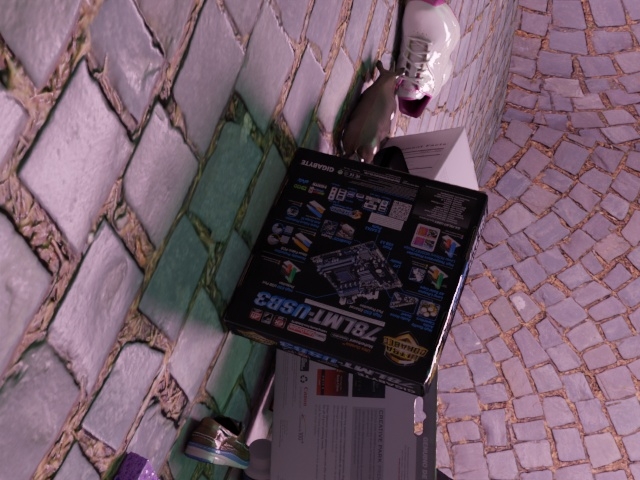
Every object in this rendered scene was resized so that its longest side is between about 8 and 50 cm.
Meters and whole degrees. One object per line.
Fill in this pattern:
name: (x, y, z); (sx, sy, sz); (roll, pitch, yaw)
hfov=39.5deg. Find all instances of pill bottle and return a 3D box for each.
pill bottle: (-0.103, 0.401, 1.542); (0.067, 0.067, 0.120); (-55, 157, -52)

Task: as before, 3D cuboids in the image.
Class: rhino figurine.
rhino figurine: (0.098, -0.229, 1.574); (0.106, 0.073, 0.243); (89, 21, -59)

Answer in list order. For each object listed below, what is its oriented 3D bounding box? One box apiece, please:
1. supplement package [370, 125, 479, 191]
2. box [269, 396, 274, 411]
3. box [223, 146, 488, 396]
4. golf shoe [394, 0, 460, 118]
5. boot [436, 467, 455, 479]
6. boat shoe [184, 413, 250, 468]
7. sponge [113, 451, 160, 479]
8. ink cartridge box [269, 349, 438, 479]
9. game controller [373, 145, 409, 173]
supplement package: (0.197, -0.088, 1.808); (0.293, 0.175, 0.178); (-53, 131, -54)
box: (0.023, 0.284, 1.681); (0.233, 0.044, 0.159); (34, 72, -40)
box: (0.055, 0.035, 1.255); (0.073, 0.295, 0.293); (69, 39, -64)
golf shoe: (0.202, -0.356, 1.753); (0.306, 0.115, 0.140); (74, 39, -64)
boot: (0.054, 0.476, 1.769); (0.445, 0.367, 0.146); (-151, -117, -65)
boat shoe: (-0.136, 0.289, 1.290); (0.183, 0.066, 0.066); (55, 52, -73)
sponge: (-0.244, 0.358, 1.022); (0.117, 0.031, 0.210); (87, 24, -54)
ink cartridge box: (0.065, 0.289, 1.491); (0.130, 0.271, 0.310); (41, 51, -74)
game controller: (0.078, 0.010, 1.410); (0.166, 0.067, 0.319); (73, 35, -66)
